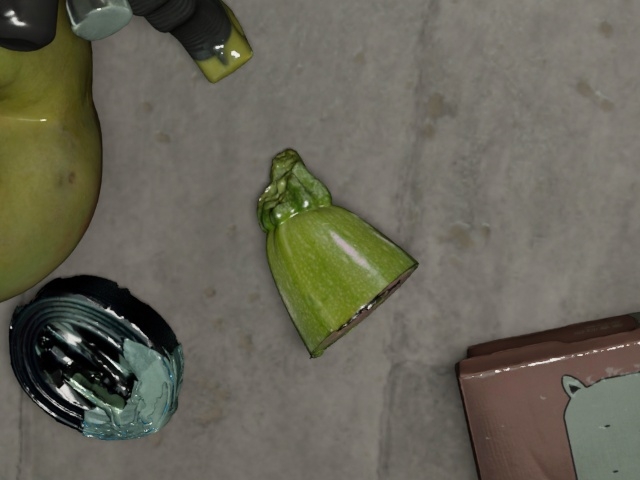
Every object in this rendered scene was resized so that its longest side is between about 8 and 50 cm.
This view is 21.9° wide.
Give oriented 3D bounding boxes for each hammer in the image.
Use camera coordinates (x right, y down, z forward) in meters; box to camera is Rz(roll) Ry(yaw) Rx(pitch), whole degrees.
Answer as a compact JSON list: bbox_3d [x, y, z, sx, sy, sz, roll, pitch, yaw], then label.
[{"bbox_3d":[-0.119,-0.172,1.078,0.041,0.226,0.159,-29,67,16],"label":"hammer"}]

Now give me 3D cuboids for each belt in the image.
[{"bbox_3d":[-0.165,0.088,1.218,0.140,0.058,0.105,34,107,-5],"label":"belt"}]

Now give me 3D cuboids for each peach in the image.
[{"bbox_3d":[-0.267,-0.098,1.075,0.247,0.292,0.292,-31,100,-14],"label":"peach"}]

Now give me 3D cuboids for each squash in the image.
[{"bbox_3d":[-0.008,0.002,1.178,0.105,0.105,0.132,-41,85,12],"label":"squash"}]

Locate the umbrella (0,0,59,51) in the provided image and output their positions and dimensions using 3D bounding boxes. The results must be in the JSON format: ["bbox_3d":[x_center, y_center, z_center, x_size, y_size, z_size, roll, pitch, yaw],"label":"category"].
[{"bbox_3d":[-0.152,-0.275,0.954,0.073,0.067,0.337,5,80,13],"label":"umbrella"}]

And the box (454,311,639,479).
[{"bbox_3d":[0.222,0.162,1.196,0.215,0.086,0.215,-12,102,7],"label":"box"}]
